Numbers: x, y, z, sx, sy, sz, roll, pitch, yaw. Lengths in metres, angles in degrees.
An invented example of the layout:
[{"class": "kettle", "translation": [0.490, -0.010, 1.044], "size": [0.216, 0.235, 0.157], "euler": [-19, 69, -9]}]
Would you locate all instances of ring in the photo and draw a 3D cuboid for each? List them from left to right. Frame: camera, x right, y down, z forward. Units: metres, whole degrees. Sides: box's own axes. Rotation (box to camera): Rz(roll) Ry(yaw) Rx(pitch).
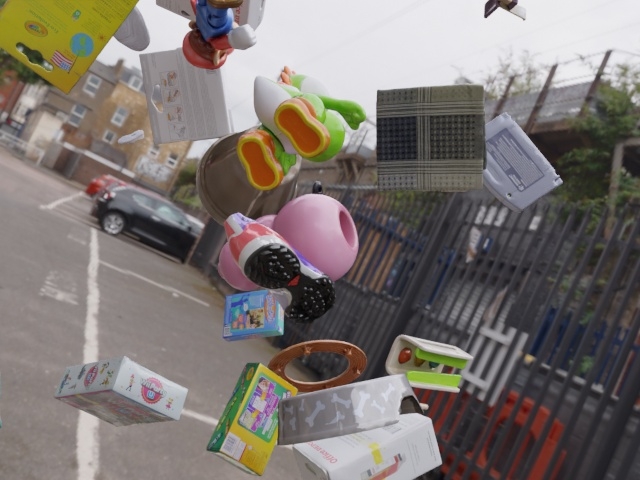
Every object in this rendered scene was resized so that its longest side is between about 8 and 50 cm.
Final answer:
[{"class": "ring", "translation": [-0.011, 0.432, 2.069], "size": [0.336, 0.336, 0.032], "euler": [28, 37, -35]}]

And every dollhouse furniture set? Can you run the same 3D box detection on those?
[{"class": "dollhouse furniture set", "translation": [0.376, -0.482, 1.191], "size": [0.081, 0.114, 0.091], "euler": [15, -21, -20]}]

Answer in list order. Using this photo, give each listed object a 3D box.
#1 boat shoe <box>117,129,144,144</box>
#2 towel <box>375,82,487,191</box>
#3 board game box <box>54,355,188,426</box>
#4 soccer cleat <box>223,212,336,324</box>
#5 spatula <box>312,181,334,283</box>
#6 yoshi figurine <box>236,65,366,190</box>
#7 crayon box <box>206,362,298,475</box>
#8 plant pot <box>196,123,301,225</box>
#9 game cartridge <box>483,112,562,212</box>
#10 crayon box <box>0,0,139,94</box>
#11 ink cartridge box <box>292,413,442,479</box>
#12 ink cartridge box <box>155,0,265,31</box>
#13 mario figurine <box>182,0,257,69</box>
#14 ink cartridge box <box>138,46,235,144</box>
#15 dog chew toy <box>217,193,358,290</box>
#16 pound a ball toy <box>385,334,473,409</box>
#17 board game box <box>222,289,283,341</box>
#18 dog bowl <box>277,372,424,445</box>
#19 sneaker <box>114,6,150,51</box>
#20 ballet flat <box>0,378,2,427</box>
[{"class": "boat shoe", "translation": [-0.676, -0.360, 2.223], "size": [0.035, 0.100, 0.035], "euler": [34, -36, 33]}, {"class": "towel", "translation": [0.324, -0.296, 1.824], "size": [0.324, 0.312, 0.056], "euler": [2, 13, 16]}, {"class": "board game box", "translation": [-0.553, 0.423, 1.715], "size": [0.303, 0.098, 0.224], "euler": [-18, -44, 37]}, {"class": "soccer cleat", "translation": [-0.066, 0.055, 1.128], "size": [0.116, 0.108, 0.318], "euler": [50, 2, 35]}, {"class": "spatula", "translation": [0.000, 0.000, 1.507], "size": [0.030, 0.296, 0.084], "euler": [14, 28, 42]}, {"class": "yoshi figurine", "translation": [-0.024, -0.199, 1.163], "size": [0.203, 0.203, 0.362], "euler": [13, 27, 3]}, {"class": "crayon box", "translation": [-0.195, 0.520, 1.822], "size": [0.165, 0.278, 0.081], "euler": [41, -34, -27]}, {"class": "plant pot", "translation": [-0.190, -0.213, 1.869], "size": [0.323, 0.323, 0.280], "euler": [26, -22, -14]}, {"class": "game cartridge", "translation": [0.598, -0.242, 1.974], "size": [0.294, 0.196, 0.060], "euler": [56, -7, 13]}, {"class": "crayon box", "translation": [-0.550, -0.510, 1.358], "size": [0.202, 0.318, 0.081], "euler": [38, -3, -35]}, {"class": "ink cartridge box", "translation": [0.143, 0.684, 1.985], "size": [0.384, 0.160, 0.279], "euler": [-17, 7, -24]}, {"class": "ink cartridge box", "translation": [-0.296, -0.690, 1.677], "size": [0.283, 0.117, 0.207], "euler": [24, -30, 1]}, {"class": "mario figurine", "translation": [-0.232, -0.529, 1.466], "size": [0.170, 0.198, 0.320], "euler": [8, -16, -12]}, {"class": "ink cartridge box", "translation": [-0.428, -0.470, 2.007], "size": [0.261, 0.296, 0.066], "euler": [-5, 11, 9]}, {"class": "dog chew toy", "translation": [-0.086, 0.022, 1.413], "size": [0.331, 0.207, 0.206], "euler": [-18, -23, 21]}, {"class": "pound a ball toy", "translation": [0.296, 0.404, 1.891], "size": [0.319, 0.208, 0.135], "euler": [18, 6, -42]}, {"class": "board game box", "translation": [-0.230, 0.257, 2.144], "size": [0.210, 0.160, 0.047], "euler": [-9, -30, 18]}, {"class": "dog bowl", "translation": [0.060, 0.389, 1.447], "size": [0.348, 0.102, 0.349], "euler": [-12, -14, -3]}, {"class": "sneaker", "translation": [-0.550, -0.641, 1.698], "size": [0.268, 0.101, 0.153], "euler": [52, 12, -15]}, {"class": "ballet flat", "translation": [-0.726, 0.346, 1.352], "size": [0.052, 0.057, 0.168], "euler": [-9, 39, -22]}]
